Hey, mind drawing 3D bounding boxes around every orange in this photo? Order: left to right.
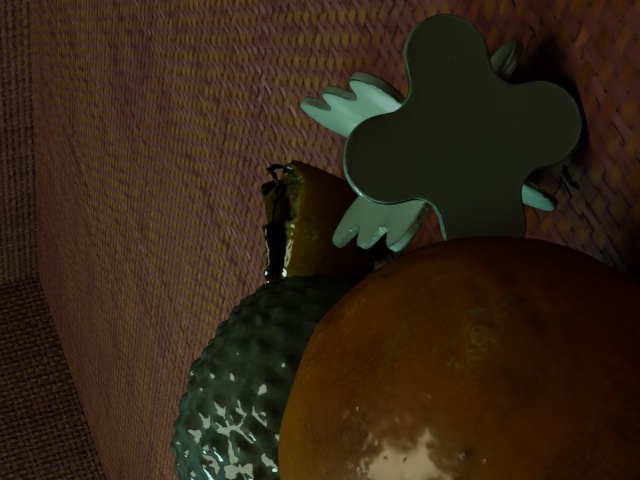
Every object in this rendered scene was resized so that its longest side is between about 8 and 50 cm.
[{"bbox_3d":[0.000,0.000,1.145,0.170,0.112,0.160,-39,-58,-69],"label":"orange"},{"bbox_3d":[0.110,0.135,0.729,0.283,0.226,0.284,21,137,20],"label":"orange"}]

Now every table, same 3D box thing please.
[{"bbox_3d":[0.071,-0.066,0.875,0.198,0.166,0.167,-178,75,-76],"label":"table"}]

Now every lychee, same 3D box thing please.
[{"bbox_3d":[0.004,0.159,1.038,0.274,0.255,0.255,27,138,19],"label":"lychee"}]
